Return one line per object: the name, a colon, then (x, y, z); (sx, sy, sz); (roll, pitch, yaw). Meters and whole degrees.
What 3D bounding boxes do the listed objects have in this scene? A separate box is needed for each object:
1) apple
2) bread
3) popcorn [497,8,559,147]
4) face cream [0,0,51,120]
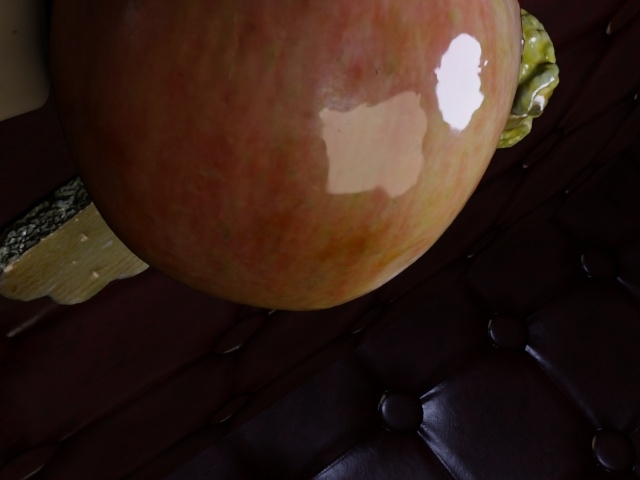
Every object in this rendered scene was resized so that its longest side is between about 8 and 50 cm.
apple: (-0.036, -0.130, 0.644); (0.391, 0.391, 0.347); (-19, 132, -44)
bread: (-0.269, -0.015, 0.958); (0.286, 0.056, 0.207); (-36, 157, -10)
popcorn: (0.269, -0.246, 1.185); (0.181, 0.217, 0.235); (-24, 144, -28)
face cream: (-0.370, -0.109, 0.540); (0.348, 0.081, 0.173); (-27, 157, -31)
